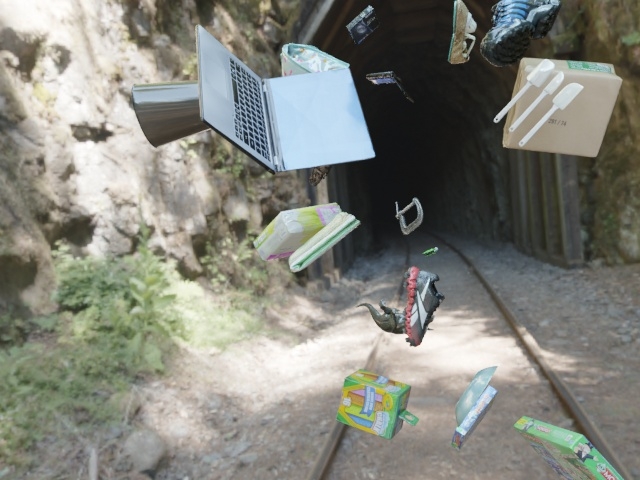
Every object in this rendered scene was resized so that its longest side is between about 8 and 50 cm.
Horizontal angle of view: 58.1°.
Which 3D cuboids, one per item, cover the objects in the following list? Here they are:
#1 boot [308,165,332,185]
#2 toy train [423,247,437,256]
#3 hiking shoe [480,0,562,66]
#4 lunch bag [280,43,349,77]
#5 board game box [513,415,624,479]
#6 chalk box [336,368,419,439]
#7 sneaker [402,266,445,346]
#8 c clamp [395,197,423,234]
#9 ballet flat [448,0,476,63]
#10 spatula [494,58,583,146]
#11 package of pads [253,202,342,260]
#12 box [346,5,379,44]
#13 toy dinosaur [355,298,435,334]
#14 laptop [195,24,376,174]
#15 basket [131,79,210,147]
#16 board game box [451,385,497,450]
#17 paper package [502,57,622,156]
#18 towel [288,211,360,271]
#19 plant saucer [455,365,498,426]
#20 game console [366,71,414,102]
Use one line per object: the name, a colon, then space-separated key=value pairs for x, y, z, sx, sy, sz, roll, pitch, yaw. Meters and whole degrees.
boot: x=0.015 y=-0.217 z=1.656 sx=0.121 sy=0.045 sz=0.099 roll=-56 pitch=-2 yaw=42
toy train: x=0.378 y=0.039 z=1.974 sx=0.024 sy=0.017 sz=0.083 roll=-37 pitch=1 yaw=-19
hiking shoe: x=0.460 y=-0.519 z=1.411 sx=0.132 sy=0.113 sz=0.304 roll=35 pitch=53 yaw=25
lunch bag: x=-0.037 y=-0.576 z=2.111 sx=0.262 sy=0.223 sz=0.160 roll=33 pitch=56 yaw=24
board game box: x=0.615 y=0.540 z=1.396 sx=0.046 sy=0.213 sz=0.317 roll=-41 pitch=-4 yaw=-9
chalk box: x=0.236 y=0.633 z=2.212 sx=0.289 sy=0.179 sz=0.180 roll=12 pitch=4 yaw=22
sneaker: x=0.350 y=0.229 z=1.950 sx=0.135 sy=0.275 sz=0.098 roll=3 pitch=1 yaw=18
c clamp: x=0.300 y=-0.094 z=1.967 sx=0.022 sy=0.137 sz=0.161 roll=4 pitch=-18 yaw=-23
ballet flat: x=0.396 y=-0.575 z=1.594 sx=0.067 sy=0.073 sz=0.206 roll=9 pitch=-26 yaw=13
spatula: x=0.665 y=-0.425 z=1.790 sx=0.019 sy=0.168 sz=0.242 roll=4 pitch=-48 yaw=-53
package of pads: x=-0.069 y=-0.033 z=2.142 sx=0.297 sy=0.101 sz=0.229 roll=-13 pitch=-21 yaw=-41
box: x=0.116 y=-0.583 z=1.567 sx=0.083 sy=0.018 sz=0.067 roll=-41 pitch=-31 yaw=1
toy dinosaur: x=0.288 y=0.304 z=2.176 sx=0.314 sy=0.160 sz=0.121 roll=1 pitch=38 yaw=0
laptop: x=-0.095 y=-0.392 z=1.516 sx=0.236 sy=0.381 sz=0.408 roll=-31 pitch=-40 yaw=24
basket: x=-0.387 y=-0.373 z=1.641 sx=0.227 sy=0.154 sz=0.204 roll=-9 pitch=-38 yaw=4
board game box: x=0.510 y=0.591 z=1.918 sx=0.035 sy=0.136 sz=0.201 roll=33 pitch=61 yaw=28
paper package: x=0.845 y=-0.475 z=2.049 sx=0.325 sy=0.309 sz=0.168 roll=9 pitch=37 yaw=9
towel: x=0.000 y=0.000 z=1.737 sx=0.248 sy=0.038 sz=0.325 roll=-40 pitch=6 yaw=0
plant saucer: x=0.402 y=0.403 z=1.527 sx=0.038 sy=0.194 sz=0.195 roll=32 pitch=17 yaw=19
game console: x=0.186 y=-0.402 z=1.531 sx=0.108 sy=0.071 sz=0.122 roll=-1 pitch=5 yaw=18
